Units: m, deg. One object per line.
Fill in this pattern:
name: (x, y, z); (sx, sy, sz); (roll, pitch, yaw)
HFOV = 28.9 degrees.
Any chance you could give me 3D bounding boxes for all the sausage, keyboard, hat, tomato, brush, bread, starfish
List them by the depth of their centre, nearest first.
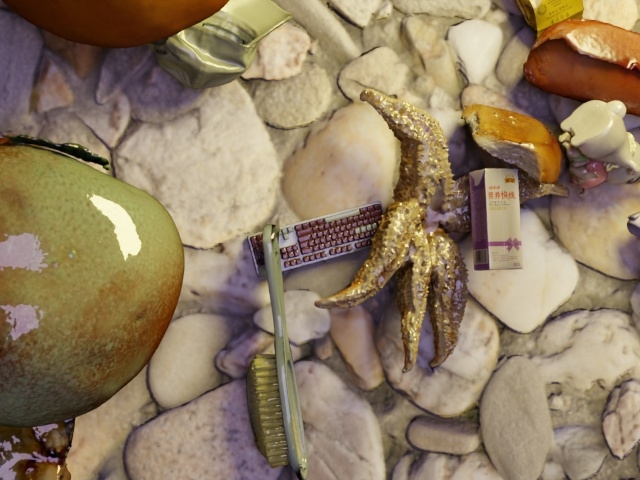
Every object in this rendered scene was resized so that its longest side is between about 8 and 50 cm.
tomato: (-0.289, 0.030, 1.251); (0.303, 0.239, 0.304); (12, 61, -23)
hat: (-0.116, -0.235, 1.413); (0.166, 0.081, 0.122); (-35, 57, -25)
brush: (-0.060, 0.130, 1.415); (0.060, 0.068, 0.297); (-6, 93, 9)
bread: (0.228, -0.120, 1.445); (0.126, 0.129, 0.044); (22, 117, -12)
starfish: (0.131, 0.016, 1.445); (0.301, 0.084, 0.294); (24, 77, -28)
keyboard: (0.000, 0.000, 1.452); (0.165, 0.017, 0.055); (-15, 93, -11)
sausage: (0.403, -0.195, 1.500); (0.330, 0.102, 0.102); (14, 86, -13)

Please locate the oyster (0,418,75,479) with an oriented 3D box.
oyster: (-0.412, 0.306, 1.324); (0.221, 0.096, 0.361); (25, 84, -15)

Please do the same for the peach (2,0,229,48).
peach: (-0.208, -0.358, 1.272); (0.342, 0.343, 0.302); (-38, 140, -10)

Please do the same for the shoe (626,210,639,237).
shoe: (0.470, 0.044, 1.516); (0.137, 0.095, 0.245); (-21, 90, -8)

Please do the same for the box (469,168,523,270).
box: (0.201, -0.024, 1.417); (0.050, 0.036, 0.117); (1, 85, -27)

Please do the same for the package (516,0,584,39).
package: (0.271, -0.305, 1.498); (0.071, 0.047, 0.131); (-24, 93, -12)

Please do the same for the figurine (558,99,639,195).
figurine: (0.344, -0.102, 1.504); (0.146, 0.098, 0.081); (47, 36, -42)
